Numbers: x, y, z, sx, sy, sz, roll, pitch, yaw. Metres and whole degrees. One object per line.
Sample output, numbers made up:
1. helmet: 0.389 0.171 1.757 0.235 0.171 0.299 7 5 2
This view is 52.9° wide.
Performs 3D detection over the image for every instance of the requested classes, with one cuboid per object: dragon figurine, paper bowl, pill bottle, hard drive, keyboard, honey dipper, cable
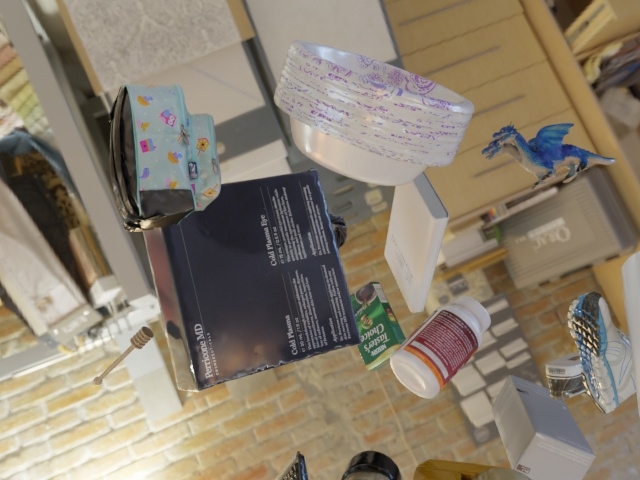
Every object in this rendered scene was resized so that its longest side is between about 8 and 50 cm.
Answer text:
1. dragon figurine: 0.496 -0.197 1.366 0.289 0.144 0.085 -14 167 -7
2. paper bowl: 0.069 -0.183 0.955 0.284 0.284 0.148 -14 129 -52
3. pill bottle: 0.180 0.152 0.945 0.152 0.086 0.086 -40 180 -25
4. hard drive: 0.210 -0.008 1.462 0.040 0.203 0.307 -9 137 -13
5. keyboard: -0.072 0.524 1.131 0.033 0.201 0.317 3 139 -22
6. honey dipper: -0.387 0.229 1.251 0.161 0.030 0.030 -45 167 13
7. cable: 0.000 0.000 1.707 0.184 0.047 0.151 -39 132 19

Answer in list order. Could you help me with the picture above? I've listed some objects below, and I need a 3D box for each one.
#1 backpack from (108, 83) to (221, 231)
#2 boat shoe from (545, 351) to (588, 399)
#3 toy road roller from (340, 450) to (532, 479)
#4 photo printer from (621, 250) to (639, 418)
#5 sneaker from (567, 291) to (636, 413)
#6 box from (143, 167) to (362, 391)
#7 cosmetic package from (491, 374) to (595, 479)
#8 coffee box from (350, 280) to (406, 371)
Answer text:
1. backpack: -0.216 -0.120 0.878 0.145 0.188 0.166 -13 177 -21
2. boat shoe: 0.497 0.253 1.216 0.219 0.070 0.078 -3 180 -37
3. toy road roller: 0.155 0.461 0.922 0.330 0.240 0.202 -1 -171 14
4. photo printer: 0.501 0.162 0.750 0.256 0.307 0.107 7 145 7
5. sneaker: 0.393 0.141 0.868 0.083 0.190 0.071 -23 -153 -3
6. box: -0.135 0.070 1.190 0.313 0.343 0.179 -11 173 -26
7. cosmetic package: 0.434 0.379 1.278 0.238 0.127 0.107 -83 -165 -77
8. coffee box: 0.125 0.201 1.506 0.113 0.184 0.040 -37 153 29
